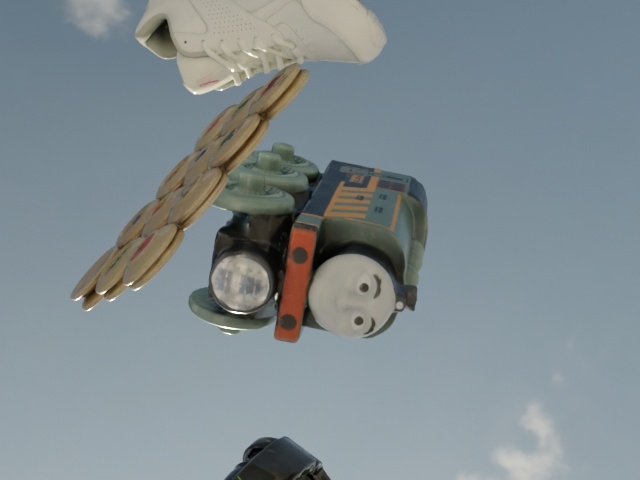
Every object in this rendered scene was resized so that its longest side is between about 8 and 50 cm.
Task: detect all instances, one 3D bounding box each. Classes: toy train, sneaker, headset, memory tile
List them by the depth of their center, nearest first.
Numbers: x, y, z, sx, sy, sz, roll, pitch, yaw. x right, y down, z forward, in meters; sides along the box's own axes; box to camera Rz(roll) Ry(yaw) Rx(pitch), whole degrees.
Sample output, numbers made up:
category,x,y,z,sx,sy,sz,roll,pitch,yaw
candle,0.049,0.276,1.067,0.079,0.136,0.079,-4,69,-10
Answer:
category,x,y,z,sx,sy,sz,roll,pitch,yaw
memory tile,-0.068,-0.028,0.573,0.012,0.113,0.148,42,-116,-15
sneaker,-0.052,-0.154,0.861,0.115,0.232,0.090,-58,-42,-13
toy train,0.000,0.000,1.006,0.190,0.334,0.142,10,-76,4
headset,-0.059,0.356,1.260,0.185,0.394,0.243,35,-98,14
